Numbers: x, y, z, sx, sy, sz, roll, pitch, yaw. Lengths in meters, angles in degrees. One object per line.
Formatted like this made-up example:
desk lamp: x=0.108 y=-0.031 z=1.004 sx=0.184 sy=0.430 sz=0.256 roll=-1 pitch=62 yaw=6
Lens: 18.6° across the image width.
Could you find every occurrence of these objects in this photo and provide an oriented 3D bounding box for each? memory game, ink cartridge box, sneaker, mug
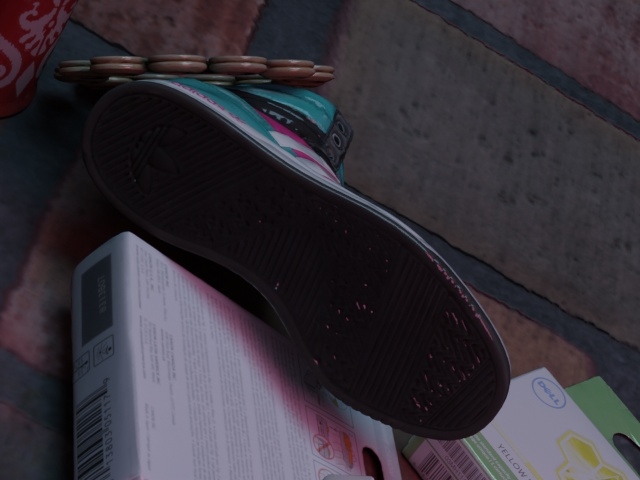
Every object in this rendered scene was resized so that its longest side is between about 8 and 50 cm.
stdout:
memory game: x=-0.082 y=-0.107 z=1.271 sx=0.186 sy=0.186 sz=0.012 roll=0 pitch=89 yaw=-41
ink cartridge box: x=-0.044 y=0.124 z=1.134 sx=0.232 sy=0.066 sz=0.189 roll=39 pitch=28 yaw=-36
sneaker: x=0.000 y=0.000 z=1.209 sx=0.295 sy=0.124 sz=0.178 roll=39 pitch=16 yaw=3
ink cartridge box: x=0.184 y=0.160 z=1.271 sx=0.235 sy=0.056 sz=0.171 roll=-16 pitch=59 yaw=-47
mug: x=-0.192 y=-0.162 z=1.211 sx=0.113 sy=0.169 sz=0.150 roll=18 pitch=39 yaw=-27

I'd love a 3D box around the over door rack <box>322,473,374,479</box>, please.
over door rack: x=-0.117 y=0.230 z=0.852 sx=0.324 sy=0.108 sz=0.239 roll=-1 pitch=45 yaw=-14
